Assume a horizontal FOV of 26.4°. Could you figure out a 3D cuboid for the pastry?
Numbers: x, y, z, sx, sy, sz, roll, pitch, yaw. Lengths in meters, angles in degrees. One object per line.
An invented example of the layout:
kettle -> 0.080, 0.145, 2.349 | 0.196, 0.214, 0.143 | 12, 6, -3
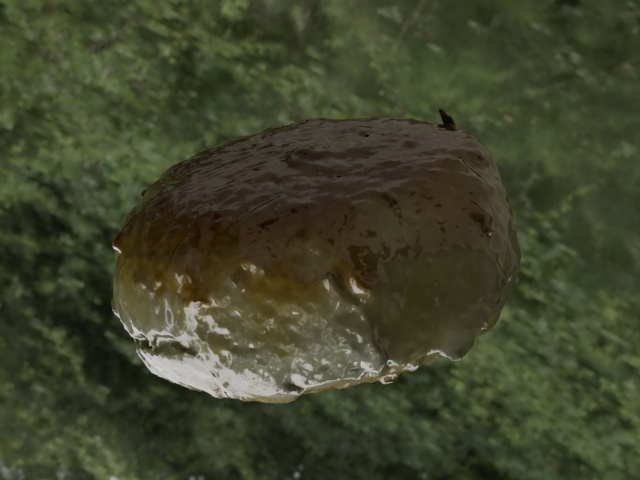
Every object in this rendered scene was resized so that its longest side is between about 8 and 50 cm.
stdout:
pastry -> 0.000, 0.000, 0.636 | 0.182, 0.093, 0.192 | -8, -161, 9
